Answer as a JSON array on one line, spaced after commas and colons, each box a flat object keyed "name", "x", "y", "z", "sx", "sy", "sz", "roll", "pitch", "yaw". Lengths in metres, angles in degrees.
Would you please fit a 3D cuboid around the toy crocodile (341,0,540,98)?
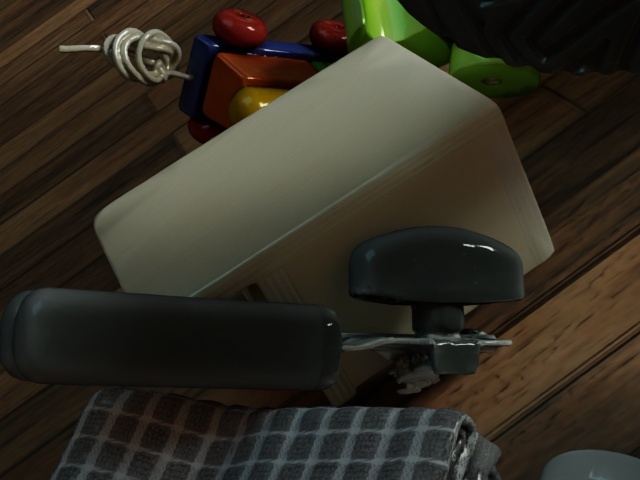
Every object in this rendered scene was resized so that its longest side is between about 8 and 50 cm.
[{"name": "toy crocodile", "x": 0.176, "y": -0.168, "z": 0.692, "sx": 0.341, "sy": 0.105, "sz": 0.115, "roll": -2, "pitch": 76, "yaw": 29}]

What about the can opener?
[{"name": "can opener", "x": -0.022, "y": 0.040, "z": 0.549, "sx": 0.074, "sy": 0.280, "sz": 0.093, "roll": -14, "pitch": 77, "yaw": 63}]

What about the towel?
[{"name": "towel", "x": -0.050, "y": 0.194, "z": 0.474, "sx": 0.235, "sy": 0.121, "sz": 0.283, "roll": -8, "pitch": 42, "yaw": 32}]

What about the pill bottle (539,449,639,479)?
[{"name": "pill bottle", "x": 0.104, "y": 0.164, "z": 0.411, "sx": 0.086, "sy": 0.086, "sz": 0.152, "roll": -6, "pitch": 43, "yaw": 35}]

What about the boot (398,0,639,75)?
[{"name": "boot", "x": 0.280, "y": -0.241, "z": 0.538, "sx": 0.367, "sy": 0.146, "sz": 0.445, "roll": 2, "pitch": 31, "yaw": 39}]

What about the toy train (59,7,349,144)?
[{"name": "toy train", "x": -0.050, "y": -0.098, "z": 0.759, "sx": 0.248, "sy": 0.105, "sz": 0.143, "roll": -2, "pitch": 32, "yaw": -34}]

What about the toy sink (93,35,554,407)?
[{"name": "toy sink", "x": 0.000, "y": 0.000, "z": 0.662, "sx": 0.234, "sy": 0.131, "sz": 0.153, "roll": -33, "pitch": 34, "yaw": -7}]
